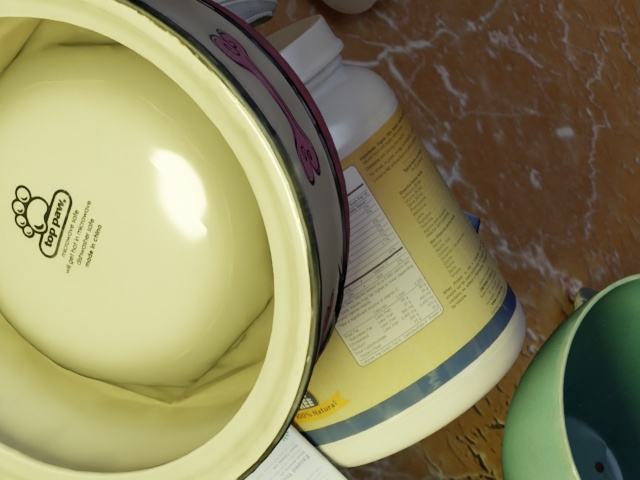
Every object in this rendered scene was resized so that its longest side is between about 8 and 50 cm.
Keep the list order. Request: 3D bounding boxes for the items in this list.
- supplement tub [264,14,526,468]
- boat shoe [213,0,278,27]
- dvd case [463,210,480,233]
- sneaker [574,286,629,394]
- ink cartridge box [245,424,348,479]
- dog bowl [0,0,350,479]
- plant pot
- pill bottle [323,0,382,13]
[{"bbox_3d":[0.000,0.000,1.419,0.316,0.228,0.228,58,44,-12],"label":"supplement tub"},{"bbox_3d":[-0.120,-0.176,1.603,0.227,0.079,0.081,-25,89,-39],"label":"boat shoe"},{"bbox_3d":[0.022,0.025,1.574,0.253,0.022,0.180,21,75,-27],"label":"dvd case"},{"bbox_3d":[0.268,0.103,1.739,0.054,0.061,0.152,25,32,-14],"label":"sneaker"},{"bbox_3d":[-0.038,0.275,1.331,0.224,0.045,0.223,44,65,7],"label":"ink cartridge box"},{"bbox_3d":[-0.160,-0.010,1.261,0.408,0.408,0.150,51,32,0],"label":"dog bowl"},{"bbox_3d":[0.276,0.197,1.572,0.290,0.195,0.290,13,63,-26],"label":"plant pot"},{"bbox_3d":[0.063,-0.309,1.798,0.103,0.103,0.184,44,45,-7],"label":"pill bottle"}]
